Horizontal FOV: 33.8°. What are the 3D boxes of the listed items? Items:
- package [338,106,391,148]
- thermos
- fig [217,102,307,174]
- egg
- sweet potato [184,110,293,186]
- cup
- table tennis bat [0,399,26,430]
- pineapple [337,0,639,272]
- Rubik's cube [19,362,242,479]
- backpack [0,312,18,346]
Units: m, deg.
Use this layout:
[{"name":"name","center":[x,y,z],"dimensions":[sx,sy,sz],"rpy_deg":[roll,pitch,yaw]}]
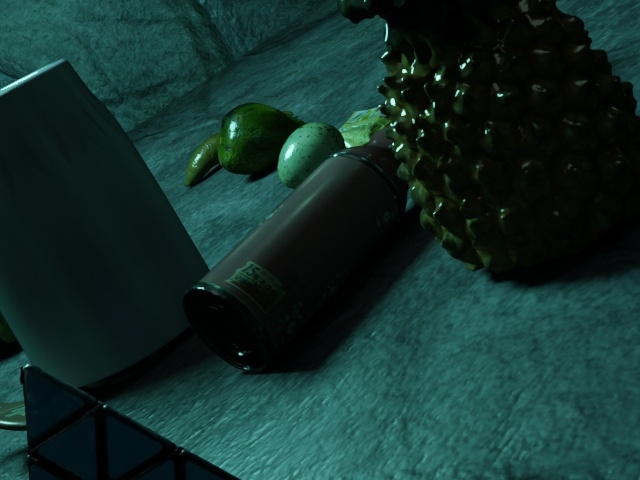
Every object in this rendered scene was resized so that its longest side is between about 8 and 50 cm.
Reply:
[{"name":"package","center":[0.067,-0.164,1.554],"dimensions":[0.121,0.031,0.108],"rpy_deg":[-7,32,47]},{"name":"thermos","center":[0.006,0.000,1.124],"dimensions":[0.109,0.136,0.330],"rpy_deg":[19,49,35]},{"name":"fig","center":[-0.094,-0.170,1.779],"dimensions":[0.156,0.123,0.123],"rpy_deg":[1,8,-18]},{"name":"egg","center":[-0.013,-0.117,1.481],"dimensions":[0.110,0.085,0.085],"rpy_deg":[-49,21,-20]},{"name":"sweet potato","center":[-0.166,-0.190,2.021],"dimensions":[0.249,0.059,0.069],"rpy_deg":[-31,37,0]},{"name":"cup","center":[-0.309,-0.018,1.310],"dimensions":[0.253,0.371,0.253],"rpy_deg":[-24,16,7]},{"name":"table tennis bat","center":[-0.361,0.253,1.256],"dimensions":[0.170,0.119,0.107],"rpy_deg":[2,7,27]},{"name":"pineapple","center":[0.122,-0.159,0.883],"dimensions":[0.223,0.357,0.223],"rpy_deg":[-29,16,9]},{"name":"Rubik's cube","center":[-0.123,0.195,0.890],"dimensions":[0.178,0.211,0.190],"rpy_deg":[-1,6,23]},{"name":"backpack","center":[-0.504,0.081,1.778],"dimensions":[0.207,0.140,0.253],"rpy_deg":[-18,30,42]}]
